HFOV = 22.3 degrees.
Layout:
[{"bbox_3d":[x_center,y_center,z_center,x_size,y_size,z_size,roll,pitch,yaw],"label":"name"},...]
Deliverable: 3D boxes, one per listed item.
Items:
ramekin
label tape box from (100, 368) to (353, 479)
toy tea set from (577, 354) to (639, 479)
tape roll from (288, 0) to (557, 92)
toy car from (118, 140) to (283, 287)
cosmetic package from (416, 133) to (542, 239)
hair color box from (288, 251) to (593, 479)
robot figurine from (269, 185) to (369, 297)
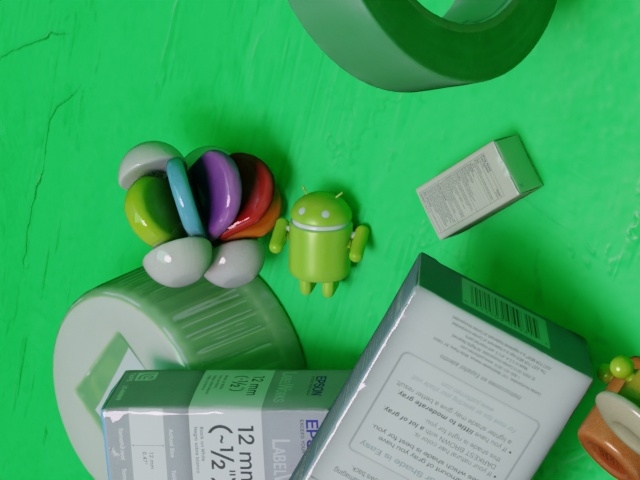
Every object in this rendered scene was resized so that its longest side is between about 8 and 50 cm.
[{"bbox_3d":[-0.171,0.168,1.870,0.303,0.148,0.303,16,114,40],"label":"ramekin"},{"bbox_3d":[-0.039,0.267,1.686,0.347,0.115,0.249,0,108,9],"label":"label tape box"},{"bbox_3d":[0.370,0.209,1.401,0.336,0.124,0.200,45,167,1],"label":"toy tea set"},{"bbox_3d":[0.083,-0.287,1.358,0.077,0.321,0.321,-6,99,44],"label":"tape roll"},{"bbox_3d":[-0.118,-0.041,1.735,0.136,0.182,0.159,-34,64,40],"label":"toy car"},{"bbox_3d":[0.152,-0.051,1.567,0.115,0.041,0.060,-30,82,44],"label":"cosmetic package"},{"bbox_3d":[0.084,0.222,1.546,0.185,0.113,0.374,28,107,-3],"label":"hair color box"},{"bbox_3d":[0.000,0.000,1.710,0.101,0.067,0.115,7,110,13],"label":"robot figurine"}]
